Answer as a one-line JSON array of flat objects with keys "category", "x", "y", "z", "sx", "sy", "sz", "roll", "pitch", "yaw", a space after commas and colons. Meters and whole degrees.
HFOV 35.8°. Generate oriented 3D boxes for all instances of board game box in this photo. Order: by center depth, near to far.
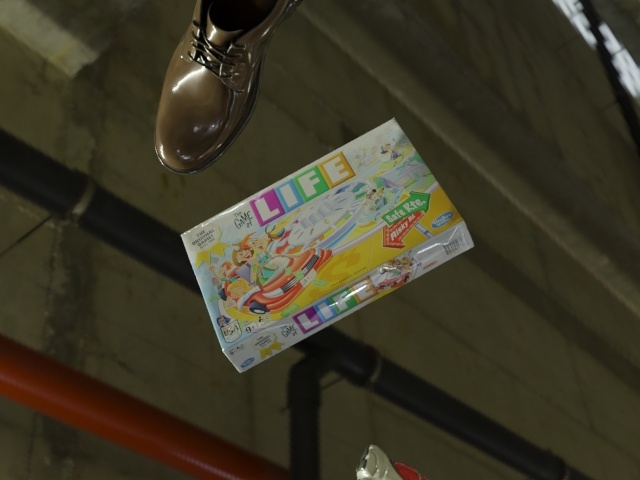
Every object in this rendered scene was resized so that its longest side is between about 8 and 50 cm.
[{"category": "board game box", "x": 0.000, "y": 0.000, "z": 0.594, "sx": 0.026, "sy": 0.154, "sz": 0.103, "roll": 60, "pitch": -178, "yaw": -46}]

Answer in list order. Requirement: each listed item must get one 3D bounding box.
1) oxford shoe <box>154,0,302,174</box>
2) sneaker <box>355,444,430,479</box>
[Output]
[{"category": "oxford shoe", "x": -0.083, "y": -0.153, "z": 0.790, "sx": 0.083, "sy": 0.227, "sz": 0.096, "roll": 28, "pitch": -162, "yaw": 6}, {"category": "sneaker", "x": 0.086, "y": 0.311, "z": 1.029, "sx": 0.279, "sy": 0.118, "sz": 0.107, "roll": 80, "pitch": -146, "yaw": -59}]
